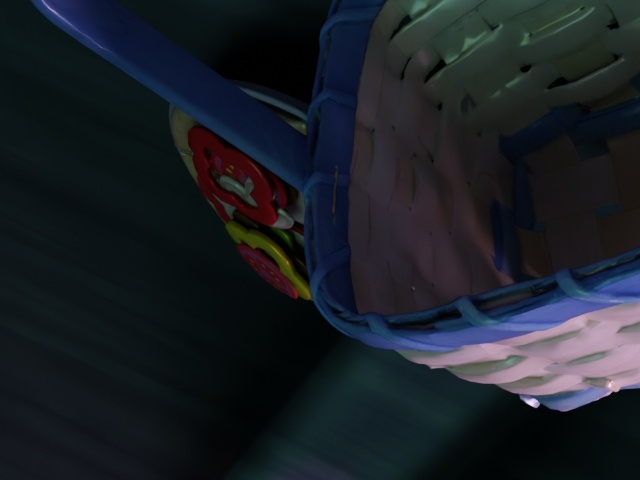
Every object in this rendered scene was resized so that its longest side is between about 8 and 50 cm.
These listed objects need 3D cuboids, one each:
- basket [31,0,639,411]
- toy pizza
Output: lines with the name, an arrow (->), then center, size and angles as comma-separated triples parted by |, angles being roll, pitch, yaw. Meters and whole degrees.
basket -> 0.080, -0.068, 0.436 | 0.255, 0.201, 0.289 | -19, 146, 28
toy pizza -> 0.000, 0.000, 0.639 | 0.201, 0.032, 0.201 | 33, 159, 14
